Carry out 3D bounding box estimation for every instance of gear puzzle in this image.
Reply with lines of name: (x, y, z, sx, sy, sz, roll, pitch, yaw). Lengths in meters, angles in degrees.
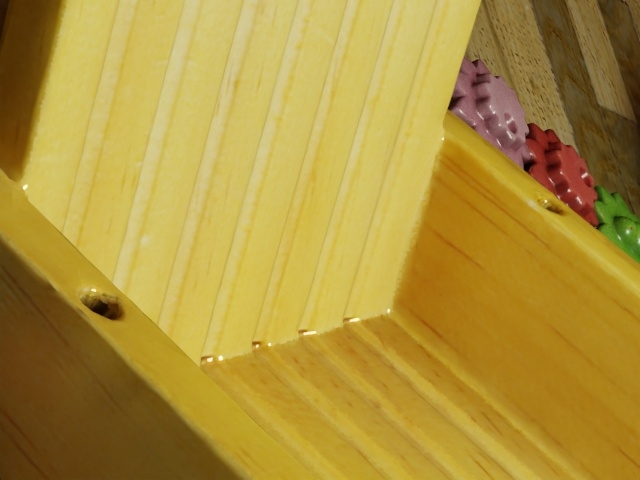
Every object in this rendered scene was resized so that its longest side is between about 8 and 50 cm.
gear puzzle: (0.186, 0.019, 1.250, 0.339, 0.044, 0.175, 39, 37, -37)

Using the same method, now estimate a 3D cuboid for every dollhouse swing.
dollhouse swing: (0.051, -0.013, 0.734, 0.315, 0.305, 0.347, 41, 25, 23)
